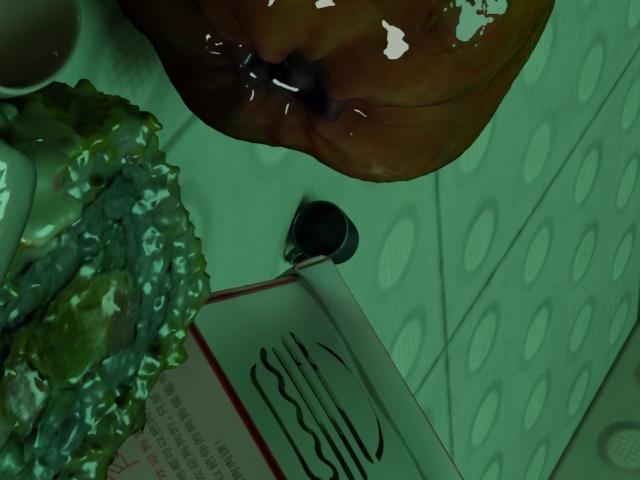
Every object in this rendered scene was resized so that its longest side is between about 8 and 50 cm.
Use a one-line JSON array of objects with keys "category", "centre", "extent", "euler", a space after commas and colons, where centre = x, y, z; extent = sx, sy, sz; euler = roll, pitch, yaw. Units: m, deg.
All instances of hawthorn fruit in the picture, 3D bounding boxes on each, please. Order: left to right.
[{"category": "hawthorn fruit", "centre": [0.040, -0.297, 1.534], "extent": [0.472, 0.471, 0.472], "euler": [-46, 147, -43]}]

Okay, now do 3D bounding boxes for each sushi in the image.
[{"category": "sushi", "centre": [-0.285, 0.050, 1.329], "extent": [0.396, 0.240, 0.351], "euler": [-55, 151, -37]}]

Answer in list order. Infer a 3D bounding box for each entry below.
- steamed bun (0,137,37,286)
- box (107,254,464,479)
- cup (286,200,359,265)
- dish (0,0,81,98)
[{"category": "steamed bun", "centre": [-0.390, -0.043, 1.009], "extent": [0.383, 0.236, 0.247], "euler": [27, 83, -36]}, {"category": "box", "centre": [-0.088, 0.240, 1.668], "extent": [0.312, 0.314, 0.300], "euler": [-37, 168, 27]}, {"category": "cup", "centre": [0.000, 0.000, 2.115], "extent": [0.100, 0.078, 0.077], "euler": [-36, 161, 7]}, {"category": "dish", "centre": [-0.289, -0.201, 1.245], "extent": [0.213, 0.090, 0.213], "euler": [39, 42, -47]}]
